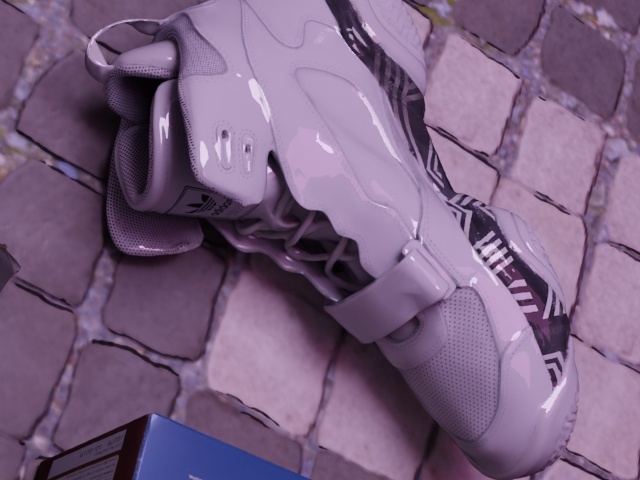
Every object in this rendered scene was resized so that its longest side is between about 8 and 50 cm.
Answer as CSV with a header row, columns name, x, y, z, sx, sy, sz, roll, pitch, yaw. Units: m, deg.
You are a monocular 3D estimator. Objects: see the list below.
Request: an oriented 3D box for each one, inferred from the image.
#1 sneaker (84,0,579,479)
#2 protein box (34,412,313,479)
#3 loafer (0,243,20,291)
name,x,y,z,sx,sy,sz,roll,pitch,yaw
sneaker,0.000,0.000,1.188,0.210,0.137,0.365,-20,80,-36
protein box,-0.063,0.232,1.057,0.200,0.136,0.201,26,61,-24
loafer,-0.209,0.063,1.069,0.061,0.062,0.170,31,60,-27
